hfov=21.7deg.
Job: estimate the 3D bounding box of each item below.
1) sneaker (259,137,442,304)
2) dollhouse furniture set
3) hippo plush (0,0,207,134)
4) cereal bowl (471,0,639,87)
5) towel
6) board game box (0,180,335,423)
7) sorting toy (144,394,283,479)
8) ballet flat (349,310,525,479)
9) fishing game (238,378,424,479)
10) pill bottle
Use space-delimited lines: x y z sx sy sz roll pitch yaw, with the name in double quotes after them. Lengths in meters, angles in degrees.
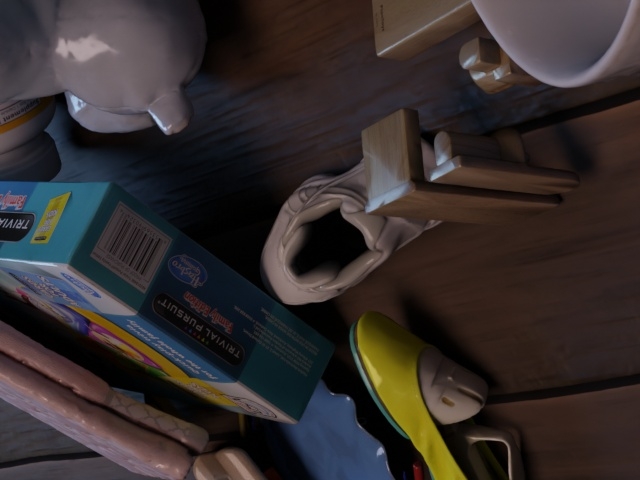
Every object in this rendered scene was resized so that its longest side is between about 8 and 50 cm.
0.000 0.000 1.244 0.090 0.115 0.232 52 145 1 "sneaker"
0.114 -0.103 1.107 0.144 0.123 0.151 -24 66 54 "dollhouse furniture set"
-0.207 -0.182 1.248 0.294 0.236 0.234 133 133 -75 "hippo plush"
0.144 -0.248 0.797 0.339 0.141 0.339 167 90 -80 "cereal bowl"
-0.267 0.118 1.503 0.317 0.053 0.332 31 167 -10 "towel"
-0.188 0.047 1.414 0.254 0.079 0.336 38 159 -33 "board game box"
-0.039 0.258 1.540 0.348 0.047 0.196 52 163 0 "sorting toy"
0.106 0.146 1.301 0.077 0.077 0.231 -16 111 31 "ballet flat"
0.013 0.186 1.456 0.264 0.041 0.189 29 138 42 "fishing game"
-0.299 -0.143 1.457 0.117 0.117 0.208 11 127 43 "pill bottle"
